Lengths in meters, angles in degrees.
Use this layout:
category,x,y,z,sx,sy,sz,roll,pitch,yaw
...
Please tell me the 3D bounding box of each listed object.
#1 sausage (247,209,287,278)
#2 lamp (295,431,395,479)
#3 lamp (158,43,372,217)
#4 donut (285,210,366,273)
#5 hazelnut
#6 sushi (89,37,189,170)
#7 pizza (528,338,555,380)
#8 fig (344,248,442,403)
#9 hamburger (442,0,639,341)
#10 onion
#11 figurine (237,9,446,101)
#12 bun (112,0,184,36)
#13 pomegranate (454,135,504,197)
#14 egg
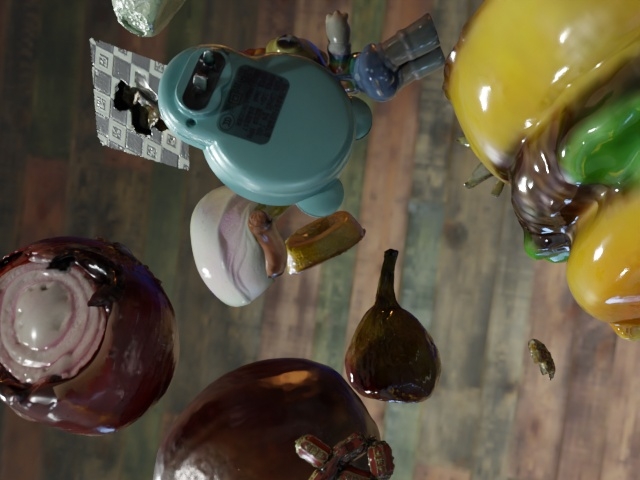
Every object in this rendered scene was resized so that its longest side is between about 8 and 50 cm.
category,x,y,z,sx,sy,sz,roll,pitch,yaw
sausage,-0.081,0.005,1.870,0.177,0.040,0.047,72,-141,-61
lamp,0.022,0.193,1.008,0.031,0.083,0.063,80,-176,-83
lamp,-0.081,-0.162,1.596,0.147,0.284,0.209,-22,44,60
donut,0.000,0.000,2.399,0.065,0.178,0.162,63,-168,-13
hazelnut,-0.086,0.410,2.017,0.353,0.421,0.421,-105,8,-56
sushi,-0.287,-0.228,1.961,0.040,0.210,0.193,-34,-45,-46
pizza,0.301,0.160,1.599,0.083,0.016,0.037,54,-140,-35
fig,0.150,0.179,2.327,0.190,0.190,0.290,54,-140,-64
hamburger,0.317,-0.113,0.907,0.277,0.395,0.396,57,-170,17
onion,-0.377,0.146,1.885,0.341,0.341,0.341,8,-90,-71
figurine,0.003,-0.232,1.799,0.224,0.382,0.205,35,-148,-53
bun,-0.270,-0.453,1.985,0.221,0.108,0.221,-57,1,1
pomegranate,0.258,-0.114,1.273,0.224,0.181,0.181,-19,-54,-20
egg,-0.176,-0.014,2.306,0.162,0.206,0.271,41,-131,-24
